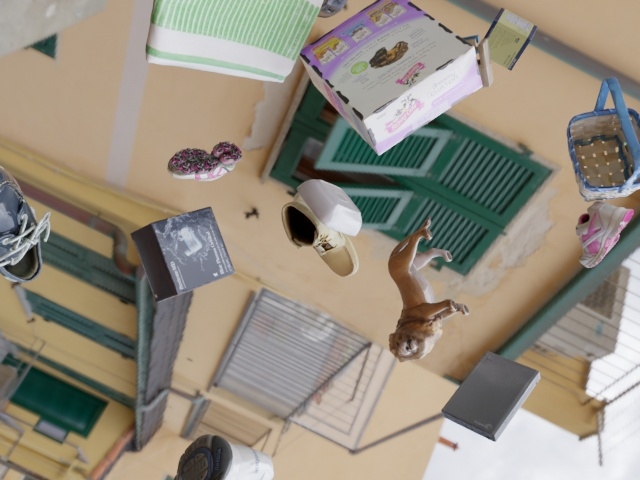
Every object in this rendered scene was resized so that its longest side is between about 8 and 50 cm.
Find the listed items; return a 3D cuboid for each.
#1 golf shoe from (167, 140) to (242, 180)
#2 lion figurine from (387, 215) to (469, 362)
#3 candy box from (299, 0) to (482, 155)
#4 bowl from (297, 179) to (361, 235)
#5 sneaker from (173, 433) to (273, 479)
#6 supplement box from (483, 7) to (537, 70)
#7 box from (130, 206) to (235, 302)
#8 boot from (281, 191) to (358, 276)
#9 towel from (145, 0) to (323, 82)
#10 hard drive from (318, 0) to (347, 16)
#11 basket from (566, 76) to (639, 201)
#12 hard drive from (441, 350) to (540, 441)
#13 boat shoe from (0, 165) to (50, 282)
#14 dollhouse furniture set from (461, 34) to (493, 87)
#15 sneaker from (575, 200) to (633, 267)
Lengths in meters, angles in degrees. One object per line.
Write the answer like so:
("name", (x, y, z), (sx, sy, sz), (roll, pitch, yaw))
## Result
("golf shoe", (-0.241, -0.146, 1.299), (0.186, 0.067, 0.086), (-21, 156, -51))
("lion figurine", (0.278, 0.147, 1.864), (0.240, 0.142, 0.391), (-24, -113, 34))
("candy box", (0.088, -0.229, 0.845), (0.165, 0.196, 0.070), (-33, 139, -1))
("bowl", (0.029, -0.080, 1.426), (0.053, 0.142, 0.142), (-48, 143, 20))
("sneaker", (-0.184, 0.391, 0.924), (0.297, 0.129, 0.111), (-41, -134, 27))
("supplement box", (0.377, -0.408, 1.286), (0.056, 0.083, 0.083), (-57, 175, -36))
("box", (-0.285, 0.028, 1.323), (0.093, 0.155, 0.158), (-19, -179, 44))
("boot", (0.000, 0.000, 1.595), (0.095, 0.261, 0.203), (-28, -173, 14))
("towel", (-0.058, -0.338, 0.740), (0.248, 0.038, 0.324), (-8, 138, -49))
("hard drive", (0.039, -0.644, 1.607), (0.172, 0.054, 0.254), (-57, -159, 5))
("basket", (0.739, -0.241, 1.611), (0.289, 0.201, 0.254), (47, 34, -68))
("hard drive", (0.264, 0.238, 0.981), (0.135, 0.094, 0.022), (-43, 130, -28))
("boat shoe", (-0.381, -0.008, 0.771), (0.095, 0.079, 0.254), (-61, -173, -33))
("dollhouse furniture set", (0.229, -0.297, 1.158), (0.129, 0.184, 0.128), (-52, 133, -48))
("sneaker", (0.769, -0.025, 1.769), (0.103, 0.111, 0.252), (-39, 152, -27))
